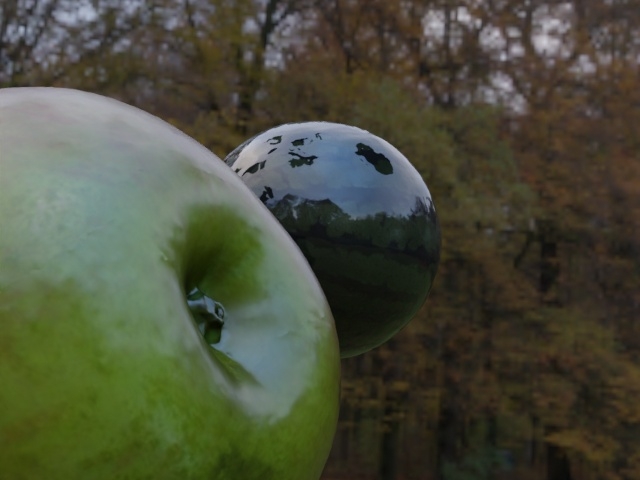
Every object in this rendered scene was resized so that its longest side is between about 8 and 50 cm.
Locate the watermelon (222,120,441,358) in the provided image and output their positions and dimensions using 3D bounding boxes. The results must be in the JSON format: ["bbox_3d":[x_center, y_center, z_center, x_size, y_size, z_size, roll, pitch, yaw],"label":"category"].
[{"bbox_3d":[0.000,0.000,1.056,0.212,0.212,0.212,3,-9,1],"label":"watermelon"}]

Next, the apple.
[{"bbox_3d":[-0.160,0.074,0.722,0.340,0.339,0.339,3,-9,1],"label":"apple"}]
